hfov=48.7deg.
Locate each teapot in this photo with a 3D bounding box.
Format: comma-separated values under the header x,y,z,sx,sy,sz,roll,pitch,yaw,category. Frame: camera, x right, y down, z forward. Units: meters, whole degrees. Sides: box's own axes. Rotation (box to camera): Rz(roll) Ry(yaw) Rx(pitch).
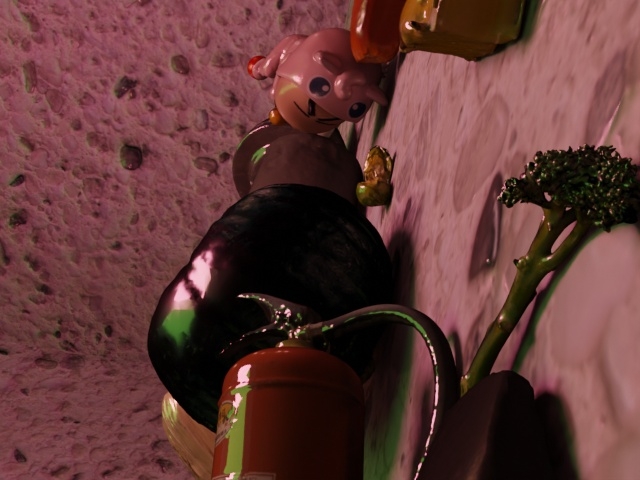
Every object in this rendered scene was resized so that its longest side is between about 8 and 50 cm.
x,y,z,sx,sy,sz,roll,pitch,yaw,category
-0.040,-0.212,1.513,0.239,0.239,0.322,-63,-17,-56,teapot

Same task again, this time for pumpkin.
x,y,z,sx,sy,sz,roll,pitch,yaw,category
-0.041,0.089,0.796,0.315,0.238,0.315,-56,-1,-2,pumpkin

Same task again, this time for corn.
x,y,z,sx,sy,sz,roll,pitch,yaw,category
-0.108,0.319,1.006,0.123,0.305,0.122,-24,-31,-45,corn

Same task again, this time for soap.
x,y,z,sx,sy,sz,roll,pitch,yaw,category
0.117,-0.259,0.527,0.135,0.076,0.234,-119,40,-81,soap

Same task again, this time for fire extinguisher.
x,y,z,sx,sy,sz,roll,pitch,yaw,category
0.005,0.190,0.503,0.113,0.200,0.376,69,-162,-55,fire extinguisher

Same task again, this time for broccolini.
x,y,z,sx,sy,sz,roll,pitch,yaw,category
0.107,0.022,0.352,0.052,0.054,0.194,-48,-25,-36,broccolini

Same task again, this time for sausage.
x,y,z,sx,sy,sz,roll,pitch,yaw,category
0.102,-0.398,1.001,0.089,0.083,0.300,-111,33,-82,sausage

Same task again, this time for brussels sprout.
x,y,z,sx,sy,sz,roll,pitch,yaw,category
0.075,-0.080,0.931,0.051,0.046,0.083,99,-172,-61,brussels sprout

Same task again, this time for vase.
x,y,z,sx,sy,sz,roll,pitch,yaw,category
-0.035,-0.015,1.159,0.245,0.244,0.291,107,-179,-58,vase

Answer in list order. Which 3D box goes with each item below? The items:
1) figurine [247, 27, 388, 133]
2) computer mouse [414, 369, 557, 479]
x,y,z,sx,sy,sz,roll,pitch,yaw,category
-0.006,-0.262,1.163,0.186,0.176,0.287,-63,37,14,figurine
0.049,0.193,0.297,0.295,0.087,0.168,-85,6,-50,computer mouse
